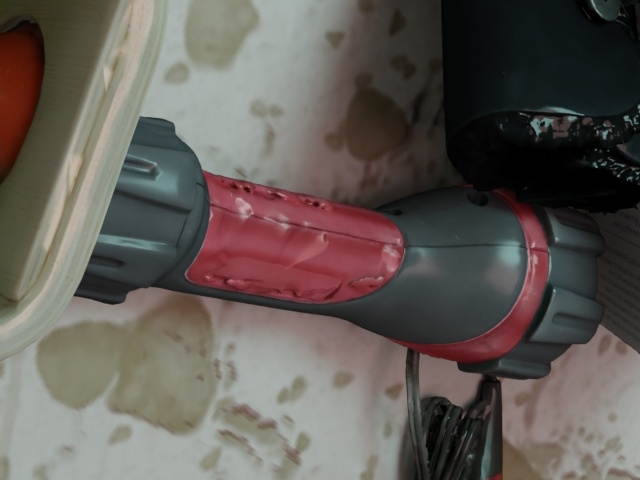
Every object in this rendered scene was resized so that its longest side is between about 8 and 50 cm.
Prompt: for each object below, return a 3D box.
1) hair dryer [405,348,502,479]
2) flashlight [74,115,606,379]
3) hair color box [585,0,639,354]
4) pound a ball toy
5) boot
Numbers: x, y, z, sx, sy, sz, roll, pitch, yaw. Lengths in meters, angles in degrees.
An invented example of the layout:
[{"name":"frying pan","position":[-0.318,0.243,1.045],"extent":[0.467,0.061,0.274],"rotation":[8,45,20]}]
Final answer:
[{"name":"hair dryer","position":[0.082,0.213,0.791],"extent":[0.223,0.080,0.293],"rotation":[-45,122,-20]},{"name":"flashlight","position":[0.000,0.000,0.670],"extent":[0.304,0.103,0.103],"rotation":[13,110,-39]},{"name":"hair color box","position":[0.218,-0.109,0.745],"extent":[0.110,0.185,0.338],"rotation":[2,99,-6]},{"name":"pound a ball toy","position":[-0.131,-0.089,0.431],"extent":[0.136,0.319,0.208],"rotation":[21,87,-36]},{"name":"boot","position":[0.076,-0.136,0.661],"extent":[0.246,0.094,0.207],"rotation":[26,55,-41]}]
